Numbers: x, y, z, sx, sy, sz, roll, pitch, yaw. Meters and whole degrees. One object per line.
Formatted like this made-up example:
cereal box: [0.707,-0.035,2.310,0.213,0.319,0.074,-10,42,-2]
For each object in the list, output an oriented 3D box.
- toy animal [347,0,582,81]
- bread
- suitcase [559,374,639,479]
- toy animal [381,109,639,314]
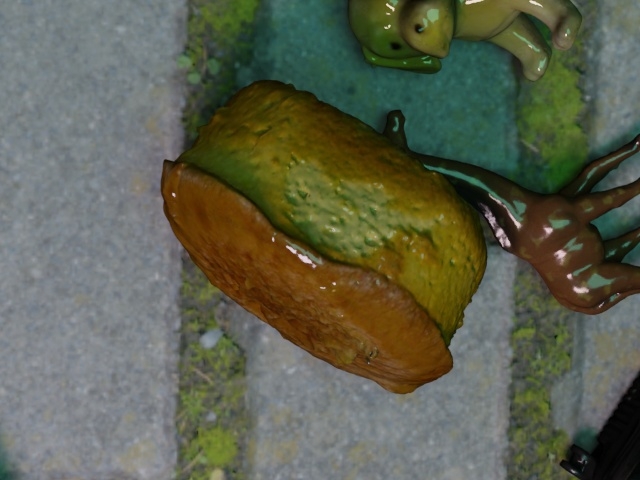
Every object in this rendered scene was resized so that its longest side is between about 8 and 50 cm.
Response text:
toy animal: [0.137,-0.215,1.189,0.168,0.121,0.233,36,84,-2]
bread: [0.000,0.000,1.116,0.268,0.268,0.146,39,74,-13]
suitcase: [0.407,0.200,1.263,0.335,0.152,0.229,35,88,-14]
toy animal: [0.174,-0.033,1.236,0.229,0.066,0.224,-23,99,-5]
